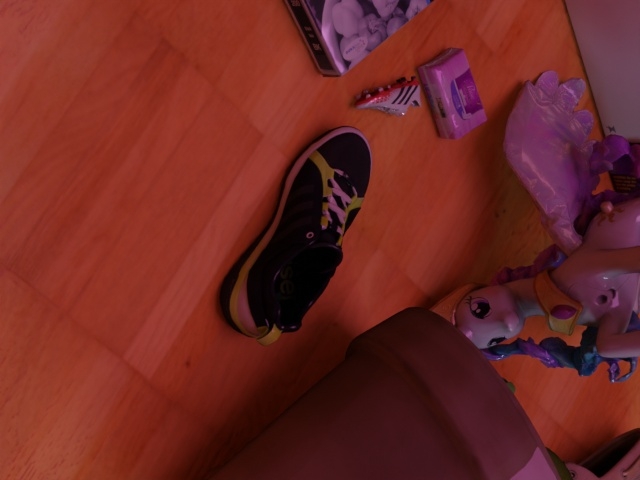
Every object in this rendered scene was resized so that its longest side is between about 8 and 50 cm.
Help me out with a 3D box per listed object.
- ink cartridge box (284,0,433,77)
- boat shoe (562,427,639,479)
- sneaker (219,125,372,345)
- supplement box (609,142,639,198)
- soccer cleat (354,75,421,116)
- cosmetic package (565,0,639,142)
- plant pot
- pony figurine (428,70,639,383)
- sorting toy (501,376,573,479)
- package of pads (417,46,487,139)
[{"bbox_3d":[0.034,-0.296,1.504,0.206,0.045,0.208,-41,116,-27],"label":"ink cartridge box"},{"bbox_3d":[0.260,0.285,1.705,0.302,0.109,0.098,-18,93,-35],"label":"boat shoe"},{"bbox_3d":[0.000,0.000,1.471,0.084,0.097,0.235,41,70,-34],"label":"sneaker"},{"bbox_3d":[0.405,-0.041,1.796,0.104,0.080,0.188,-34,114,-31],"label":"supplement box"},{"bbox_3d":[0.068,-0.136,1.556,0.083,0.029,0.036,-24,104,-39],"label":"soccer cleat"},{"bbox_3d":[0.399,-0.253,1.737,0.224,0.138,0.224,-33,113,-30],"label":"cosmetic package"},{"bbox_3d":[0.034,0.262,1.424,0.280,0.323,0.323,-26,111,-15],"label":"plant pot"},{"bbox_3d":[0.290,0.003,1.586,0.351,0.363,0.303,-46,114,-43],"label":"pony figurine"},{"bbox_3d":[0.248,0.271,1.564,0.127,0.126,0.366,-41,99,-33],"label":"sorting toy"},{"bbox_3d":[0.133,-0.148,1.603,0.050,0.032,0.083,-34,114,-29],"label":"package of pads"}]
